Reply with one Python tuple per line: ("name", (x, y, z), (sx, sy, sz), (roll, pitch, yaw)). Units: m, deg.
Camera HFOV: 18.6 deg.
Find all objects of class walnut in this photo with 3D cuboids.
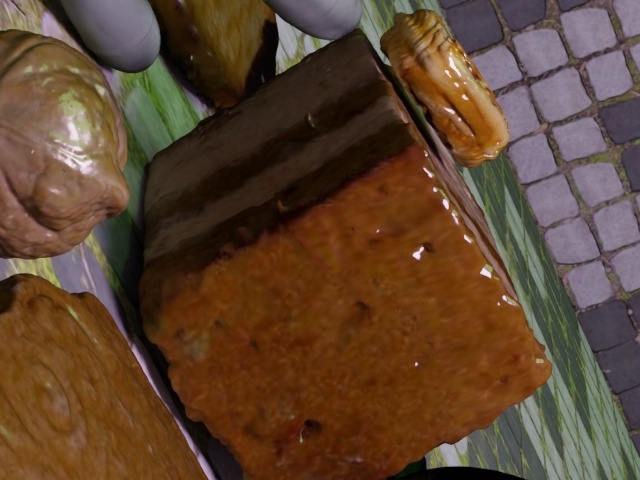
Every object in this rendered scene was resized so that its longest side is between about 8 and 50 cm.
("walnut", (-0.136, -0.042, 0.908), (0.124, 0.105, 0.105), (47, 24, -61))

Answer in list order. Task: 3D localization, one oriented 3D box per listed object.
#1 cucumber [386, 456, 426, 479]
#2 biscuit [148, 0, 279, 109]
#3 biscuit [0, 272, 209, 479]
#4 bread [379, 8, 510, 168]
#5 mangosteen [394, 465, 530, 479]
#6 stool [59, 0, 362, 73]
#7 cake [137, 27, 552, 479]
("cucumber", (0.066, 0.199, 1.532), (0.036, 0.033, 0.184), (40, 18, -10))
("biscuit", (-0.102, -0.251, 1.494), (0.318, 0.040, 0.318), (-15, 90, -77))
("biscuit", (-0.095, 0.139, 0.901), (0.273, 0.049, 0.257), (-74, 141, -73))
("bread", (0.077, -0.096, 1.223), (0.111, 0.044, 0.083), (54, 4, -32))
("mangosteen", (0.077, 0.251, 1.153), (0.250, 0.211, 0.211), (-40, 110, -45))
("stool", (-0.084, -0.216, 1.175), (0.198, 0.195, 0.195), (30, 54, -65))
("cake", (0.000, 0.000, 1.226), (0.196, 0.198, 0.293), (54, 10, -26))
